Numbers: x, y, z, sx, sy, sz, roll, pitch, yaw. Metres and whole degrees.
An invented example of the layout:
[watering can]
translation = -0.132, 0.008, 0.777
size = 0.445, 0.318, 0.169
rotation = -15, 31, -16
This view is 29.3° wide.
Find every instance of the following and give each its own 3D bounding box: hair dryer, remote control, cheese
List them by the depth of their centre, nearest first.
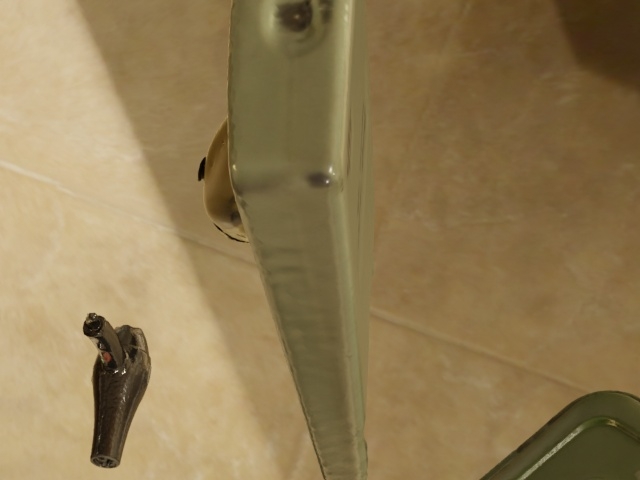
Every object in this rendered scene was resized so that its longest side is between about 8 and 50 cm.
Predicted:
[remote control]
translation = 0.000, 0.000, 0.485
size = 0.038, 0.285, 0.123
rotation = 1, 63, 5
[hair dryer]
translation = -0.327, 0.189, 1.818
size = 0.091, 0.271, 0.235
rotation = -1, 55, 9
[cheese]
translation = -0.083, -0.113, 1.885
size = 0.128, 0.316, 0.259
rotation = 19, 55, -37

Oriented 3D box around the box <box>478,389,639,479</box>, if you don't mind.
[box]
translation = 0.222, 0.310, 1.000
size = 0.329, 0.253, 0.177
rotation = -38, 130, -14
